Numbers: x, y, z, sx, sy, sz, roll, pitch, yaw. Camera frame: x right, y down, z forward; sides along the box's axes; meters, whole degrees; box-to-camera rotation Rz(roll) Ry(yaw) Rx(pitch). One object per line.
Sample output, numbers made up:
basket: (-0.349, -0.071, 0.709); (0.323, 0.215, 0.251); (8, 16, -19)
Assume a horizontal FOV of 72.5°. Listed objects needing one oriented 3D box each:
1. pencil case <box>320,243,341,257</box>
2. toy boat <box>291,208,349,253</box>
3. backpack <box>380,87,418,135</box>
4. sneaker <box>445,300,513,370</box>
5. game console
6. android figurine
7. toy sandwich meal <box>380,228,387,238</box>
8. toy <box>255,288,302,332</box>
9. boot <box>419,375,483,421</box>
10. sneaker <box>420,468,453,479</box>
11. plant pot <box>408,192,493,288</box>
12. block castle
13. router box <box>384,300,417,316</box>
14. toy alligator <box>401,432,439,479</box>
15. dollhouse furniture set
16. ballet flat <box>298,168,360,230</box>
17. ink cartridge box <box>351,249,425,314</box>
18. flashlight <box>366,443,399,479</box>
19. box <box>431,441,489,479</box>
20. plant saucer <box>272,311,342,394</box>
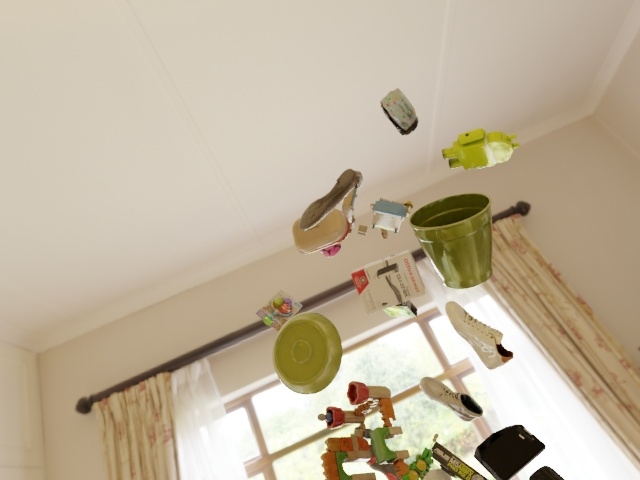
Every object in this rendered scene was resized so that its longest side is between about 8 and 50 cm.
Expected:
pencil case: (0.000, 0.000, 1.940); (0.095, 0.098, 0.209); (2, -27, 48)
toy boat: (0.011, -0.032, 1.723); (0.230, 0.151, 0.151); (-20, -21, 22)
backpack: (0.337, -0.556, 1.872); (0.115, 0.152, 0.182); (-39, -64, 18)
sneaker: (0.567, 0.315, 1.544); (0.123, 0.290, 0.106); (-40, 0, 37)
game console: (0.690, 0.756, 1.387); (0.213, 0.361, 0.044); (-22, -52, -24)
android figurine: (0.621, -0.349, 1.692); (0.272, 0.056, 0.248); (-11, -25, 33)
toy sandwich meal: (0.365, -0.049, 2.544); (0.029, 0.086, 0.085); (-27, -28, 24)
toy: (-0.181, 0.306, 2.012); (0.237, 0.136, 0.056); (-43, -13, -53)
boot: (0.538, 0.634, 1.784); (0.095, 0.258, 0.123); (-52, -9, -33)
sneaker: (0.429, 1.059, 1.808); (0.292, 0.169, 0.108); (-32, -56, 12)
plant pot: (0.627, 0.019, 1.994); (0.366, 0.366, 0.353); (-23, -72, -5)
block castle: (0.147, 0.767, 1.550); (0.212, 0.454, 0.303); (9, -46, -24)
router box: (0.366, 0.313, 2.043); (0.133, 0.046, 0.179); (-4, -27, 28)
toy alligator: (0.321, 0.681, 1.341); (0.190, 0.051, 0.056); (-53, -8, 3)
dollhouse furniture set: (0.266, -0.154, 2.025); (0.303, 0.198, 0.286); (13, -24, 8)
ballet flat: (0.030, -0.118, 1.355); (0.250, 0.084, 0.058); (-46, -49, 13)
ink cartridge box: (0.296, 0.179, 1.899); (0.272, 0.197, 0.114); (-22, 2, 11)
flashlight: (0.283, 0.949, 1.720); (0.103, 0.304, 0.103); (2, -54, -39)
box: (0.527, 0.877, 1.663); (0.060, 0.216, 0.270); (-51, -34, -16)
plant saucer: (-0.050, 0.329, 1.290); (0.240, 0.241, 0.037); (-35, -30, 16)
